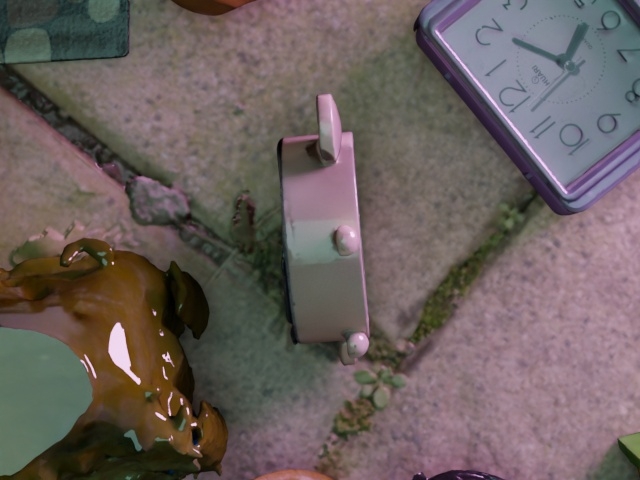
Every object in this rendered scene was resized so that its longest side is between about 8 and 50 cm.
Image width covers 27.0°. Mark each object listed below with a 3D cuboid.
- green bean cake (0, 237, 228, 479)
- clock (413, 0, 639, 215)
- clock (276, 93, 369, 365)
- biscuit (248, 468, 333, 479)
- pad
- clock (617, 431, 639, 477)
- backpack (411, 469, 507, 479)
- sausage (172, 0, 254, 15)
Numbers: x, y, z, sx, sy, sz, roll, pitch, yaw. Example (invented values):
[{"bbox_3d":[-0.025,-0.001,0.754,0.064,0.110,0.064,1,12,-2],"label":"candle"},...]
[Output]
[{"bbox_3d":[-0.217,0.152,0.927,0.310,0.202,0.285,-13,73,-1],"label":"green bean cake"},{"bbox_3d":[0.178,-0.131,1.000,0.144,0.073,0.193,-39,89,2],"label":"clock"},{"bbox_3d":[0.000,0.000,0.968,0.063,0.155,0.229,-5,126,4],"label":"clock"},{"bbox_3d":[-0.037,0.339,0.928,0.057,0.287,0.344,-11,84,39],"label":"biscuit"},{"bbox_3d":[-0.268,-0.215,1.053,0.235,0.003,0.158,-3,91,2],"label":"pad"},{"bbox_3d":[0.366,0.246,0.980,0.220,0.106,0.255,-16,90,3],"label":"clock"},{"bbox_3d":[0.140,0.279,0.967,0.258,0.133,0.206,40,69,4],"label":"backpack"},{"bbox_3d":[-0.028,-0.260,0.983,0.241,0.120,0.136,-30,56,1],"label":"sausage"}]
